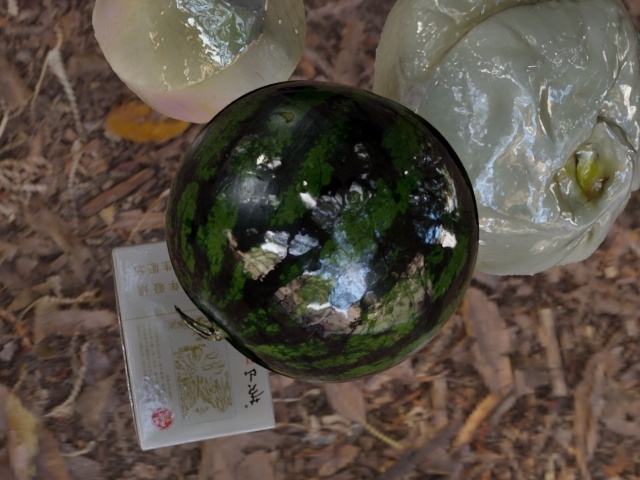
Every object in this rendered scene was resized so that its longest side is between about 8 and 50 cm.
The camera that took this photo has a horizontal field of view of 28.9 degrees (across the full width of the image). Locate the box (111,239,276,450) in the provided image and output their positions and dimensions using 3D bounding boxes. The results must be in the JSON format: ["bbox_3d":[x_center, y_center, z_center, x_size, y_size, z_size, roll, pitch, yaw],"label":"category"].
[{"bbox_3d":[-0.127,0.096,1.227,0.141,0.058,0.201,-9,88,-11],"label":"box"}]

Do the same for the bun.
[{"bbox_3d":[0.224,-0.135,1.312,0.365,0.219,0.365,-10,105,-39],"label":"bun"}]

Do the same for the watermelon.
[{"bbox_3d":[0.004,-0.004,1.043,0.269,0.269,0.269,5,78,-23],"label":"watermelon"}]

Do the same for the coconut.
[{"bbox_3d":[-0.146,-0.272,1.507,0.259,0.259,0.259,5,78,-23],"label":"coconut"}]
